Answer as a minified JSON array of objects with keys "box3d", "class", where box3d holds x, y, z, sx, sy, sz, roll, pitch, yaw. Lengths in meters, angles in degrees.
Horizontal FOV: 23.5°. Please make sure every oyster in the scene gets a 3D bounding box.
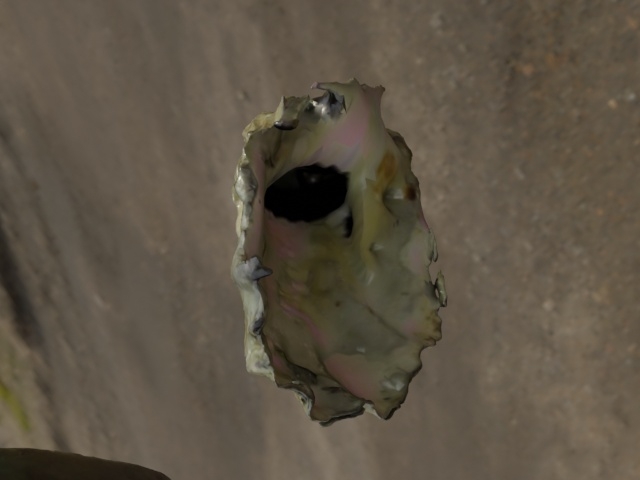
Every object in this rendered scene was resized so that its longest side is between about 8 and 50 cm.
[{"box3d":[-0.005,-0.001,0.687,0.072,0.209,0.133,-27,136,33],"class":"oyster"}]

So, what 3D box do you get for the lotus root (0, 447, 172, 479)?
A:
[{"box3d":[-0.143,0.175,0.721,0.119,0.235,0.138,-105,28,-43],"class":"lotus root"}]
